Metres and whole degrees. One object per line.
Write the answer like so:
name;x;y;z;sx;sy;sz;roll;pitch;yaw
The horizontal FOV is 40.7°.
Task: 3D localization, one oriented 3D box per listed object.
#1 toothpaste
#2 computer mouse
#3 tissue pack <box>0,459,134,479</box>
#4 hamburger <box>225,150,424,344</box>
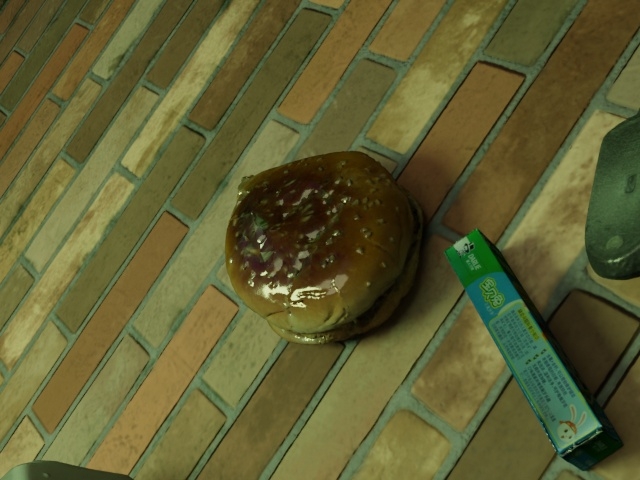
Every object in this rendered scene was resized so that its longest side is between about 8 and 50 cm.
toothpaste;0.207;0.102;0.872;0.050;0.065;0.267;-39;46;16
computer mouse;0.327;-0.049;0.863;0.113;0.068;0.229;-14;45;50
tissue pack;-0.285;0.433;0.975;0.236;0.229;0.333;-58;43;9
hamburger;0.000;0.000;1.064;0.243;0.146;0.286;-45;43;0
